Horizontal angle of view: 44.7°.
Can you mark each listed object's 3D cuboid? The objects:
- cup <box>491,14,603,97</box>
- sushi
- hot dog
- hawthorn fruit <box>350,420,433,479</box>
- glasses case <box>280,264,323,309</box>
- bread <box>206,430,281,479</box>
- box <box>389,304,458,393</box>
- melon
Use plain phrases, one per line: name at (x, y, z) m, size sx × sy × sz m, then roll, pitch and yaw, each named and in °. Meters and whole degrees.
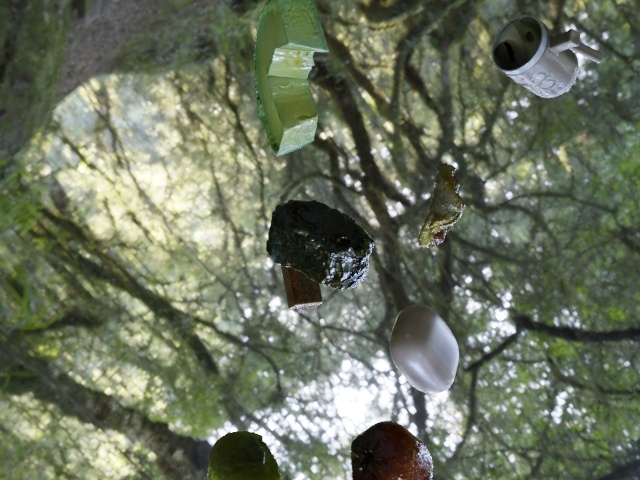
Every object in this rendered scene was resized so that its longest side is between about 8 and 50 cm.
cup at (0.281, -0.233, 0.964) m, size 0.102 × 0.099 × 0.074 m, roll -33°, pitch -126°, yaw 34°
sushi at (0.000, 0.000, 1.557) m, size 0.225 × 0.127 × 0.124 m, roll 26°, pitch -141°, yaw 24°
hot dog at (0.228, -0.061, 1.404) m, size 0.061 × 0.078 × 0.169 m, roll 11°, pitch -103°, yaw 27°
hawthorn fruit at (0.150, 0.450, 1.538) m, size 0.157 × 0.194 × 0.157 m, roll -28°, pitch -137°, yaw 29°
glasses case at (-0.056, 0.050, 1.830) m, size 0.075 × 0.218 × 0.049 m, roll -4°, pitch 163°, yaw -25°
bread at (-0.137, 0.396, 1.307) m, size 0.129 × 0.111 × 0.114 m, roll -120°, pitch -143°, yaw -47°
box at (0.208, 0.218, 1.547) m, size 0.088 × 0.200 × 0.146 m, roll -5°, pitch -130°, yaw 34°
melon at (-0.040, -0.222, 1.009) m, size 0.064 × 0.209 × 0.118 m, roll -13°, pitch -123°, yaw -20°
